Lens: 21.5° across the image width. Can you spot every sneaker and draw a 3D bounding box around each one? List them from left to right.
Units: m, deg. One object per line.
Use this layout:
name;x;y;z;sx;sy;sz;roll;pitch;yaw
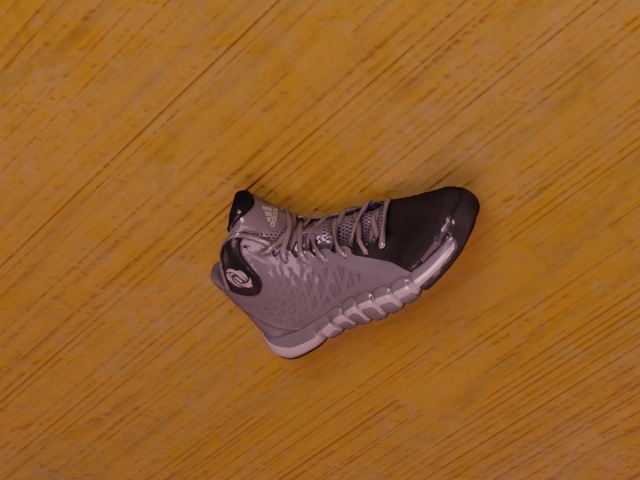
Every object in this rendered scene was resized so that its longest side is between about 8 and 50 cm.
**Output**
sneaker;0.000;0.000;1.252;0.132;0.086;0.228;41;129;-19
